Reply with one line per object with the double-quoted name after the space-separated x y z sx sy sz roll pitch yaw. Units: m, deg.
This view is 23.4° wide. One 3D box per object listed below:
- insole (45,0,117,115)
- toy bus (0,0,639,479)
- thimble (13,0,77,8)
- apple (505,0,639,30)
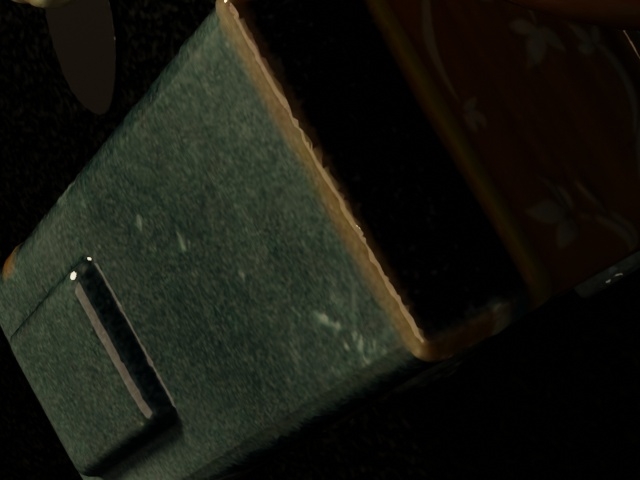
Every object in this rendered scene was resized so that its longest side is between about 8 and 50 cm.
-0.147 -0.182 0.901 0.080 0.003 0.232 28 131 41 "insole"
0.000 0.000 0.648 0.162 0.194 0.323 60 145 6 "toy bus"
-0.125 -0.236 0.717 0.229 0.148 0.196 50 141 18 "thimble"
0.093 -0.193 0.332 0.319 0.277 0.319 30 133 38 "apple"
